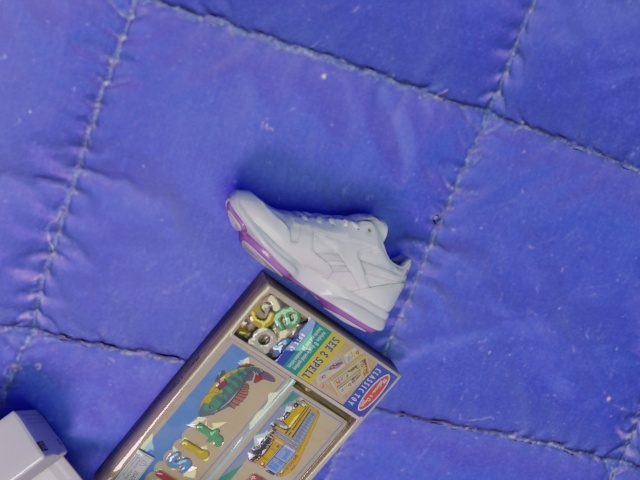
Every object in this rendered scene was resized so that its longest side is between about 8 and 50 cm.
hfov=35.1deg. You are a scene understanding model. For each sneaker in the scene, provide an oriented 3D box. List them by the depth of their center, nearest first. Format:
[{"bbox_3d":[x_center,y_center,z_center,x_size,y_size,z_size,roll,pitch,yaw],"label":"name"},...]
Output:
[{"bbox_3d":[0.000,0.000,1.415,0.305,0.114,0.152,36,85,-28],"label":"sneaker"}]

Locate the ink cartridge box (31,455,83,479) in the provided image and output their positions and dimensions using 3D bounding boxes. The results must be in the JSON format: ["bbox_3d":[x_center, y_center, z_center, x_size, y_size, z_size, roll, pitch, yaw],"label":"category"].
[{"bbox_3d":[-0.377,0.481,1.412,0.261,0.296,0.066,-43,157,-8],"label":"ink cartridge box"}]

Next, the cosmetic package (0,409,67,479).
[{"bbox_3d":[-0.476,0.330,1.385,0.231,0.117,0.085,-37,82,-5],"label":"cosmetic package"}]

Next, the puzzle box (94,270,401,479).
[{"bbox_3d":[-0.108,0.277,1.513,0.272,0.052,0.409,35,99,-24],"label":"puzzle box"}]
